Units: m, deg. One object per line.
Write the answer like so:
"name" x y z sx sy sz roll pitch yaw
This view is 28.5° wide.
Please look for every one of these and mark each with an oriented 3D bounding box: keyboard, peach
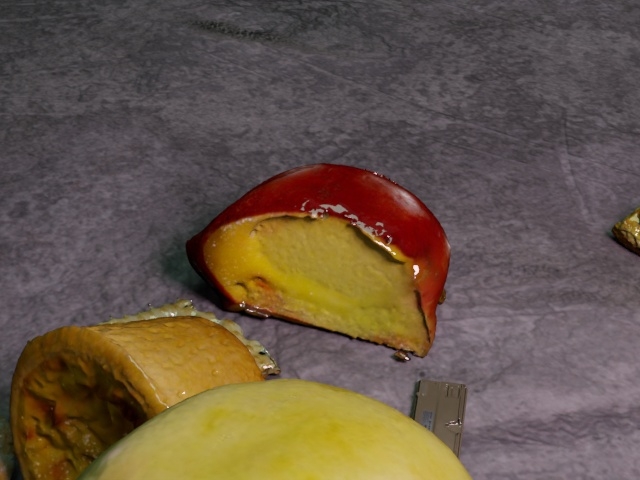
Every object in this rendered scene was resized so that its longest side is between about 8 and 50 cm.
"keyboard" 0.108 0.175 1.169 0.049 0.015 0.129 5 35 8
"peach" 0.004 -0.002 1.297 0.267 0.158 0.154 12 29 12
"peach" -0.027 0.242 0.818 0.281 0.314 0.316 9 25 42

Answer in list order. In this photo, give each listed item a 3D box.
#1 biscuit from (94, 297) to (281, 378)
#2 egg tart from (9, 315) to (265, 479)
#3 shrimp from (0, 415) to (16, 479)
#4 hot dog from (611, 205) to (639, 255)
"biscuit" -0.159 0.111 1.218 0.203 0.016 0.144 -16 40 -27
"egg tart" -0.141 0.145 1.032 0.203 0.202 0.147 26 30 27
"shrimp" -0.343 0.192 1.045 0.187 0.051 0.132 -20 43 -26
"hot dog" 0.471 -0.025 1.437 0.262 0.093 0.123 -2 35 -10
